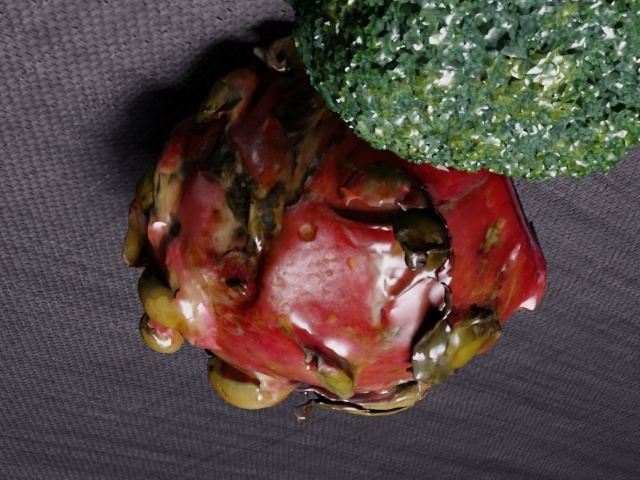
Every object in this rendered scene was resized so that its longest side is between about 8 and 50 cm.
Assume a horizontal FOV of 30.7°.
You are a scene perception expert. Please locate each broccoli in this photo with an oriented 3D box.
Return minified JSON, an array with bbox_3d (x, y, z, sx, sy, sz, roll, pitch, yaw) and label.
[{"bbox_3d":[0.079,-0.155,0.592,0.269,0.242,0.261,16,148,39],"label":"broccoli"}]

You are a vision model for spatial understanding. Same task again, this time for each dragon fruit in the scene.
[{"bbox_3d":[0.000,0.000,0.825,0.291,0.269,0.250,-18,140,8],"label":"dragon fruit"}]

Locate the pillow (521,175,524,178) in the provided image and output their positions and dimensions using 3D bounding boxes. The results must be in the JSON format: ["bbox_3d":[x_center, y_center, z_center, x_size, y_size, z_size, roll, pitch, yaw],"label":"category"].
[{"bbox_3d":[0.148,-0.136,0.801,0.038,0.113,0.203,21,160,25],"label":"pillow"}]
